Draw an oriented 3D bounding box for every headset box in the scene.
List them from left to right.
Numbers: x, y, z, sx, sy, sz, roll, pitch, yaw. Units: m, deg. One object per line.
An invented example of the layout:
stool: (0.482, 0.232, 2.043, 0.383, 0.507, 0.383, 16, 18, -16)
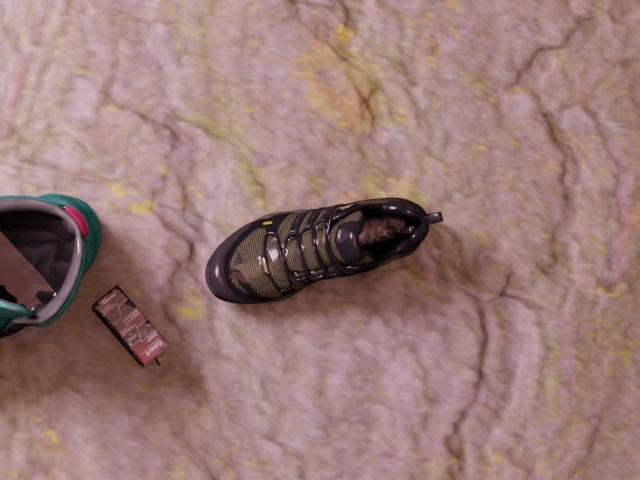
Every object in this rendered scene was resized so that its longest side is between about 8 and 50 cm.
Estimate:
headset box: (-0.176, 0.084, 1.284, 0.032, 0.062, 0.083, -40, 92, -12)

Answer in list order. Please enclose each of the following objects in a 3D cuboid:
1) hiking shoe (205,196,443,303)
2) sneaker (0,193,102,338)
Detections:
hiking shoe: (0.000, 0.000, 1.300, 0.227, 0.114, 0.086, -18, 86, -12)
sneaker: (-0.312, 0.060, 1.203, 0.295, 0.178, 0.124, -42, 92, -12)
